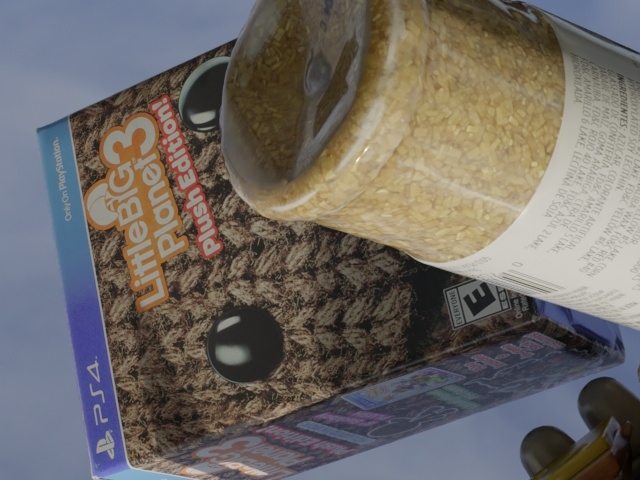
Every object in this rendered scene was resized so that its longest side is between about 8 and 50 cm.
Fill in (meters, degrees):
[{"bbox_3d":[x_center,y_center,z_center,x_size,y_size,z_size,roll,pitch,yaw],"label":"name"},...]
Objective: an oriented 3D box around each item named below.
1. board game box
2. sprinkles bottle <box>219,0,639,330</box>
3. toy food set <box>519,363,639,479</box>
[{"bbox_3d":[0.000,0.000,1.046,0.291,0.141,0.232,-22,-112,23],"label":"board game box"},{"bbox_3d":[0.131,-0.023,0.770,0.355,0.121,0.121,17,-158,-34],"label":"sprinkles bottle"},{"bbox_3d":[0.075,0.153,0.950,0.092,0.306,0.220,50,-166,6],"label":"toy food set"}]
